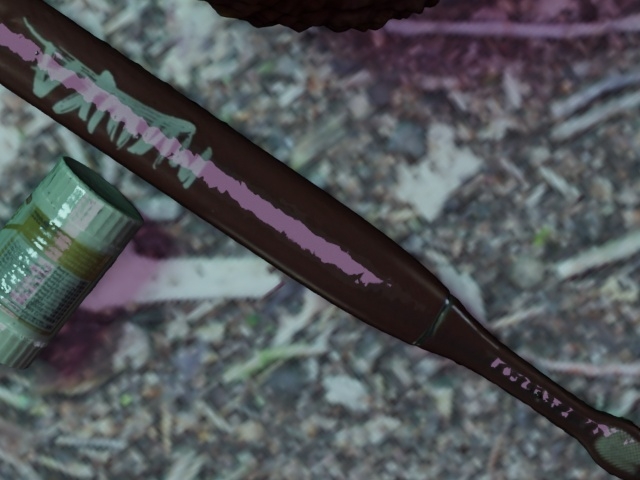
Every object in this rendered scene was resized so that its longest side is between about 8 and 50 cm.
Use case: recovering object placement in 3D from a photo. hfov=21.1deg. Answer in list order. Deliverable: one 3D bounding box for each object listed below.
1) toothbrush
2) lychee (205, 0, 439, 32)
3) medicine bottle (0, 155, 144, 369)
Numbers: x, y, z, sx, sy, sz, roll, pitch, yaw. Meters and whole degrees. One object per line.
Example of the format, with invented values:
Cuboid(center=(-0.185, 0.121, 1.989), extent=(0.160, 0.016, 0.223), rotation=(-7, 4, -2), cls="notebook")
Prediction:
Cuboid(center=(0.000, 0.000, 0.741), extent=(0.364, 0.041, 0.041), rotation=(33, 97, -8), cls="toothbrush")
Cuboid(center=(-0.008, -0.176, 0.647), extent=(0.188, 0.188, 0.188), rotation=(0, 100, -2), cls="lychee")
Cuboid(center=(-0.118, 0.010, 0.734), extent=(0.047, 0.047, 0.083), rotation=(38, 97, -8), cls="medicine bottle")
